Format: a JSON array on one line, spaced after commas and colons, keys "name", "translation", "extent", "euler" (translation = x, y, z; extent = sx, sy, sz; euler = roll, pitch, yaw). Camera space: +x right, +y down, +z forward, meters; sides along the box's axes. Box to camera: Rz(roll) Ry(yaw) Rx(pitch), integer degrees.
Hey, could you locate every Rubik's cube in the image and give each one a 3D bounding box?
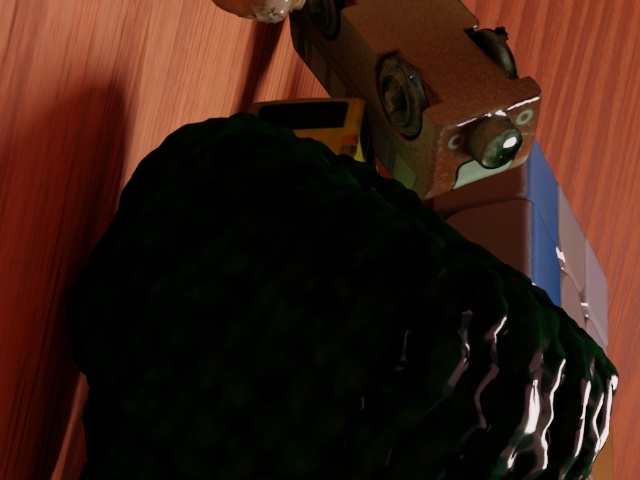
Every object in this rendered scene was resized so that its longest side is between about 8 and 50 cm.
[{"name": "Rubik's cube", "translation": [0.139, 0.117, 1.480], "extent": [0.347, 0.347, 0.344], "euler": [53, 35, -46]}]

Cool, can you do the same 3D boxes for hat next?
[{"name": "hat", "translation": [-0.033, 0.121, 0.652], "extent": [0.332, 0.274, 0.242], "euler": [-55, 147, 9]}]

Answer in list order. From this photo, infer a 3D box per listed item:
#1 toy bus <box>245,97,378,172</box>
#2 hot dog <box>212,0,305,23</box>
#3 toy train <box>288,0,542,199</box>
[{"name": "toy bus", "translation": [0.000, 0.000, 1.187], "extent": [0.150, 0.128, 0.262], "euler": [-78, 162, -45]}, {"name": "hot dog", "translation": [-0.037, -0.188, 0.784], "extent": [0.242, 0.073, 0.084], "euler": [-77, -178, -75]}, {"name": "toy train", "translation": [0.081, -0.166, 1.175], "extent": [0.326, 0.129, 0.159], "euler": [55, -22, 34]}]
